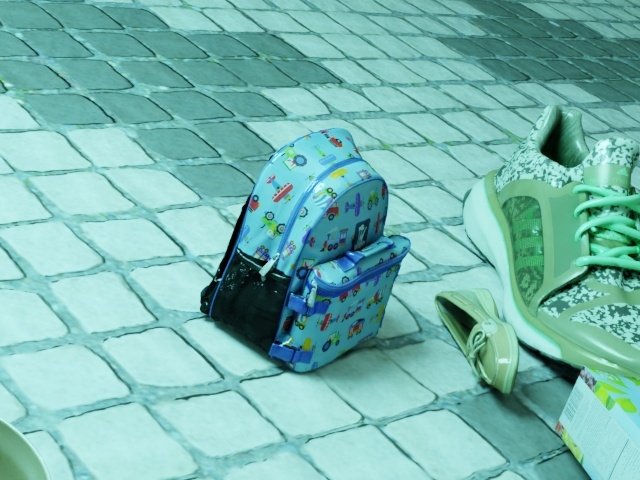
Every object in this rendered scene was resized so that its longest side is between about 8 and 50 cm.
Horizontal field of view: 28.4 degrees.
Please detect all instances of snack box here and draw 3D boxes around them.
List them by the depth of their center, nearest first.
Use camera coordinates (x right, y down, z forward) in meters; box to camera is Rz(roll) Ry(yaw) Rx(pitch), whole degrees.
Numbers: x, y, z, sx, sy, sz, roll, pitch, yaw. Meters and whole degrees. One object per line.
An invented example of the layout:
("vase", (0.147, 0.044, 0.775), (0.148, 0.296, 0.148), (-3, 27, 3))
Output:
("snack box", (0.300, 0.185, 0.968), (0.175, 0.070, 0.207), (16, 15, -15))

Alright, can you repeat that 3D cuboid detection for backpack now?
("backpack", (0.000, 0.000, 1.052), (0.117, 0.173, 0.158), (32, 28, 26))

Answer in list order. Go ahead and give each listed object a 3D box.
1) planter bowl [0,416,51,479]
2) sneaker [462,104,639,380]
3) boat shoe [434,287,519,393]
("planter bowl", (-0.228, 0.164, 0.649), (0.162, 0.109, 0.162), (15, 25, -7))
("sneaker", (0.259, -0.009, 1.235), (0.158, 0.182, 0.410), (9, 28, -21))
("boat shoe", (0.138, 0.086, 1.119), (0.048, 0.056, 0.153), (4, 27, -9))
